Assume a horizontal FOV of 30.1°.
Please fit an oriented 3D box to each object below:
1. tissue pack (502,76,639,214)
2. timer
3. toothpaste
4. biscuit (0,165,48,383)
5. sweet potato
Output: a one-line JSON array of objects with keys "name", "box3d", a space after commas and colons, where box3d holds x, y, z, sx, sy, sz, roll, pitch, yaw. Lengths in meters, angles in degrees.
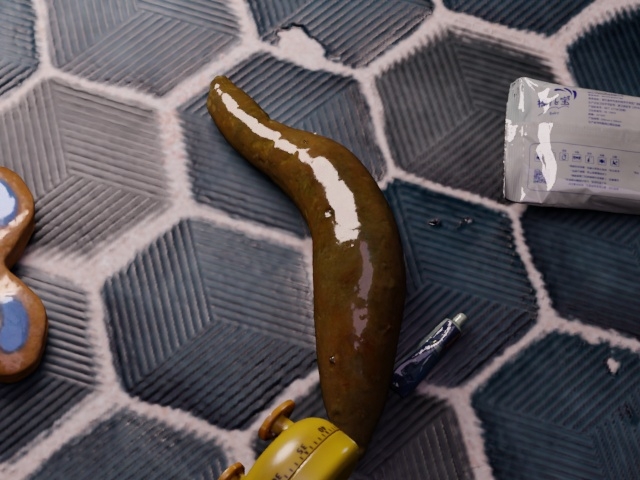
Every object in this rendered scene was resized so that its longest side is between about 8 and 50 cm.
[{"name": "tissue pack", "box3d": [0.251, -0.076, 1.006, 0.193, 0.026, 0.122, 7, 68, 0]}, {"name": "timer", "box3d": [-0.009, 0.183, 0.848, 0.109, 0.107, 0.107, 37, 71, 14]}, {"name": "toothpaste", "box3d": [0.085, 0.088, 0.937, 0.083, 0.019, 0.027, -44, 94, -13]}, {"name": "biscuit", "box3d": [-0.374, 0.057, 0.911, 0.324, 0.049, 0.205, -12, 70, -6]}, {"name": "sweet potato", "box3d": [0.005, -0.006, 0.938, 0.108, 0.079, 0.346, -23, 68, 1]}]
